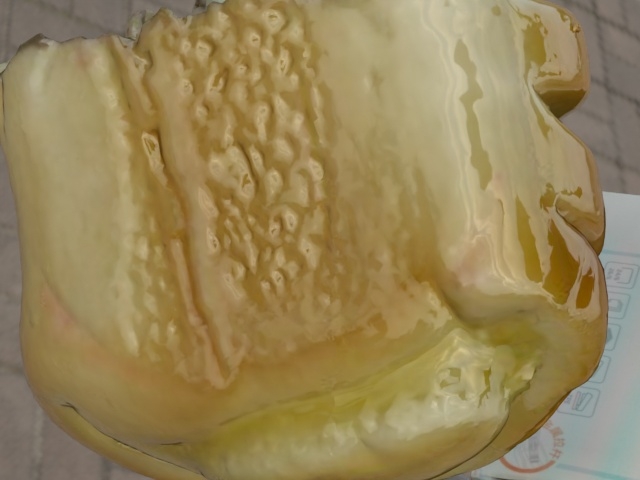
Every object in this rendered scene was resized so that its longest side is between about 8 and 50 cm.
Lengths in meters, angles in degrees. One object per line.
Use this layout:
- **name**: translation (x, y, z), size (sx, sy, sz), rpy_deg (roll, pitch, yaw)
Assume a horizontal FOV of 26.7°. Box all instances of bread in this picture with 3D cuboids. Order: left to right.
- **bread**: translation (0.000, 0.000, 0.691), size (0.211, 0.315, 0.270), rpy_deg (-8, 86, -66)

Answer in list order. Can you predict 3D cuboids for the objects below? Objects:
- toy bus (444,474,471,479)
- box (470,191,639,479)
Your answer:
- **toy bus**: translation (0.078, 0.195, 0.958), size (0.172, 0.072, 0.057), rpy_deg (21, 24, 17)
- **box**: translation (0.197, 0.086, 0.875), size (0.079, 0.135, 0.269), rpy_deg (74, 33, -42)
